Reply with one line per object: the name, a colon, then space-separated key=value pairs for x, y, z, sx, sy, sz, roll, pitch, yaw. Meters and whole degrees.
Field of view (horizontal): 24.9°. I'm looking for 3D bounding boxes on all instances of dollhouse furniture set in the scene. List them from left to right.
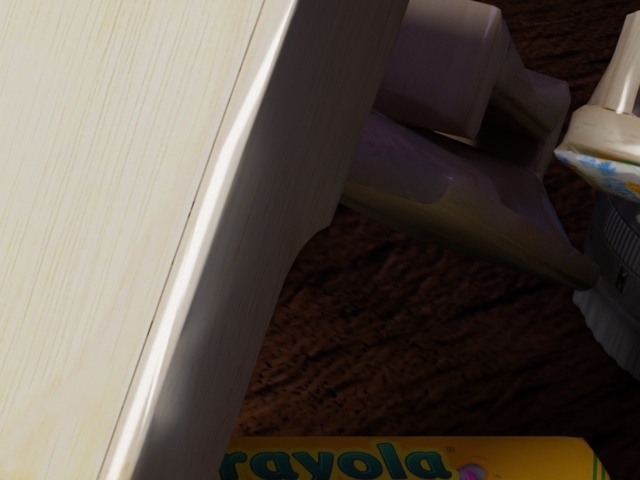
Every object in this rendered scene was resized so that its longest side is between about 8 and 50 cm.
dollhouse furniture set: x=0.000 y=0.000 z=0.635 sx=0.362 sy=0.256 sz=0.394 roll=19 pitch=-2 yaw=29

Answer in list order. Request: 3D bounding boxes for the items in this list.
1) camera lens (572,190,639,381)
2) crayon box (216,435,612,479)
camera lens: x=0.287 y=-0.050 z=0.839 sx=0.219 sy=0.274 sz=0.219 roll=11 pitch=32 yaw=-7
crayon box: x=0.006 y=0.160 z=0.569 sx=0.278 sy=0.081 sz=0.165 roll=2 pitch=33 yaw=-20
